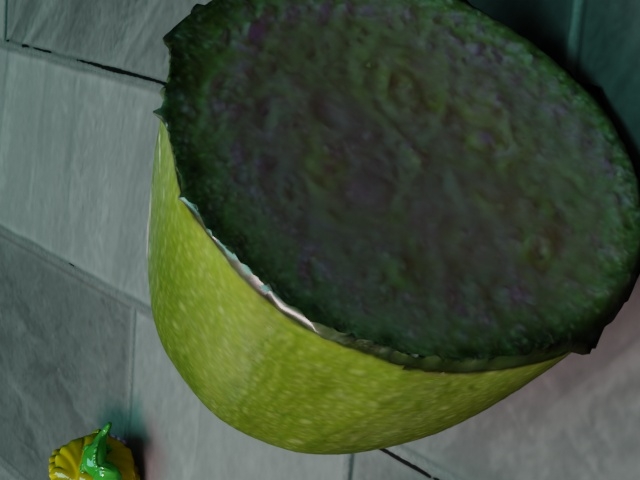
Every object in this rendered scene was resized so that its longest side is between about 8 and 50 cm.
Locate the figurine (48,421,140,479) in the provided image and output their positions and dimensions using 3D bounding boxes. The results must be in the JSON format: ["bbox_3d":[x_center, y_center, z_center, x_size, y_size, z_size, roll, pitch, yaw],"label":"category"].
[{"bbox_3d":[-0.233,0.229,1.484,0.156,0.095,0.115,107,166,-57],"label":"figurine"}]

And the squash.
[{"bbox_3d":[0.003,0.032,0.932,0.310,0.310,0.309,65,145,29],"label":"squash"}]
